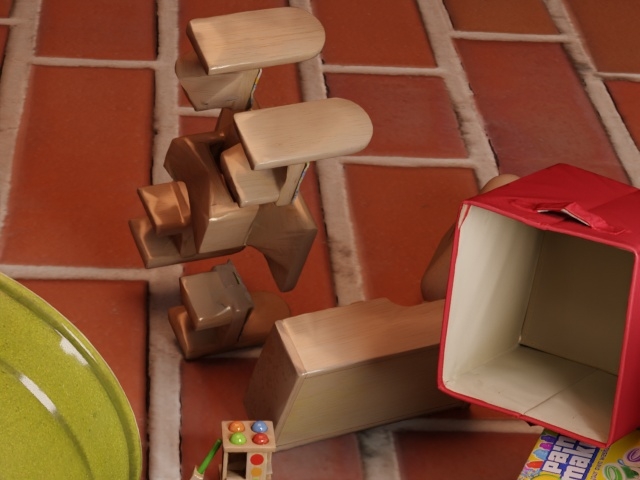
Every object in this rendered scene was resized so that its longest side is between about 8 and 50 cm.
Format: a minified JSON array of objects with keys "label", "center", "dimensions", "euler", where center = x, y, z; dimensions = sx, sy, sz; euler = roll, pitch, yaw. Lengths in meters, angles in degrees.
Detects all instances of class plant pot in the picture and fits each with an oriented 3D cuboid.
[{"label":"plant pot","center":[-0.381,0.250,1.619],"dimensions":[0.366,0.366,0.353],"euler":[11,39,14]}]

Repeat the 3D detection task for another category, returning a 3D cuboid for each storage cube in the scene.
[{"label":"storage cube","center":[0.240,0.054,1.823],"dimensions":[0.184,0.215,0.193],"euler":[17,23,31]}]

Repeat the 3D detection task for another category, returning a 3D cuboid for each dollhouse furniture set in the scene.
[{"label":"dollhouse furniture set","center":[0.000,0.000,2.146],"dimensions":[0.256,0.362,0.394],"euler":[-10,57,-25]}]

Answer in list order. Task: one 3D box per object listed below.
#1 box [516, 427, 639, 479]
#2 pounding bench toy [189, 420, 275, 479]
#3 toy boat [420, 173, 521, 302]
[{"label":"box","center":[0.323,0.278,1.800],"dimensions":[0.279,0.177,0.290],"euler":[11,27,17]},{"label":"pounding bench toy","center":[-0.089,0.216,1.993],"dimensions":[0.083,0.065,0.052],"euler":[0,26,-6]},{"label":"toy boat","center":[0.225,0.025,2.385],"dimensions":[0.151,0.151,0.231],"euler":[37,30,-2]}]
